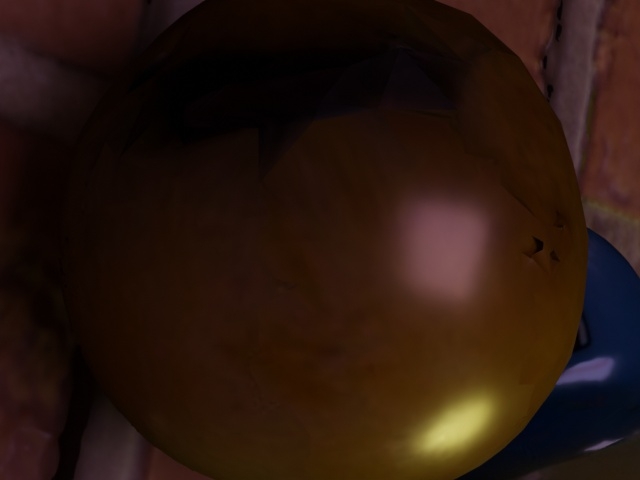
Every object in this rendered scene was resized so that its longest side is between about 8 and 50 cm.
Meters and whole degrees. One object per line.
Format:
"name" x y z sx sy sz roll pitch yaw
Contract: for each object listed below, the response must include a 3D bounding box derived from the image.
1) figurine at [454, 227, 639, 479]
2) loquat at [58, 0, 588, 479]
"figurine" 0.161 0.193 0.902 0.243 0.298 0.416 -69 137 -62
"loquat" 0.000 0.000 0.767 0.235 0.235 0.235 2 86 -40
